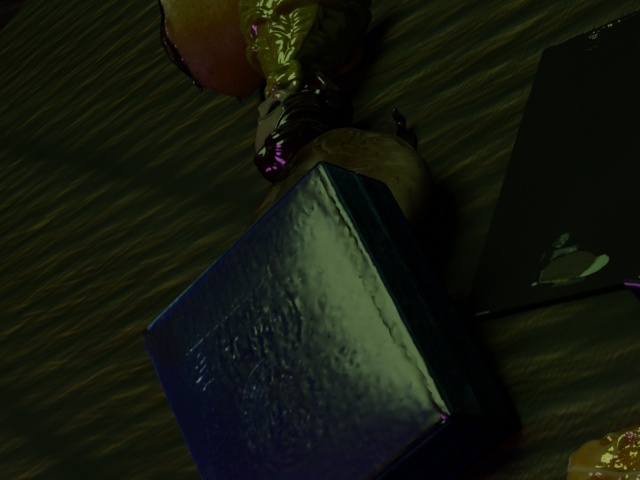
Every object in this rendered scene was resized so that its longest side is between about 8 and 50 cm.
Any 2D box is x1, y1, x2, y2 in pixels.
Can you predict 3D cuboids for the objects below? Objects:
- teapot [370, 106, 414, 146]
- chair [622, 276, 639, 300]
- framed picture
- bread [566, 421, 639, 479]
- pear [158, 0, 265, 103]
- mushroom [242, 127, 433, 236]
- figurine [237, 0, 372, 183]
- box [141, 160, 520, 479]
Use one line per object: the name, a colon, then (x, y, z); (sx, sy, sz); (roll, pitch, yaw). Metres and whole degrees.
teapot: (0.067, -0.101, 1.674); (0.068, 0.045, 0.100); (1, 60, 61)
chair: (0.294, 0.001, 0.961); (0.159, 0.247, 0.172); (-59, 26, -9)
framed picture: (0.255, -0.083, 1.382); (0.244, 0.013, 0.324); (-18, 45, 51)
bread: (0.231, 0.210, 1.024); (0.125, 0.068, 0.188); (-34, 34, 36)
pear: (-0.092, -0.327, 2.003); (0.178, 0.267, 0.267); (-22, 39, 25)
mushroom: (0.000, 0.000, 1.555); (0.278, 0.146, 0.278); (-38, 33, 30)
figurine: (-0.029, -0.187, 1.789); (0.187, 0.168, 0.315); (-28, 35, 27)
box: (-0.003, 0.120, 1.346); (0.261, 0.116, 0.279); (-44, 54, 25)
